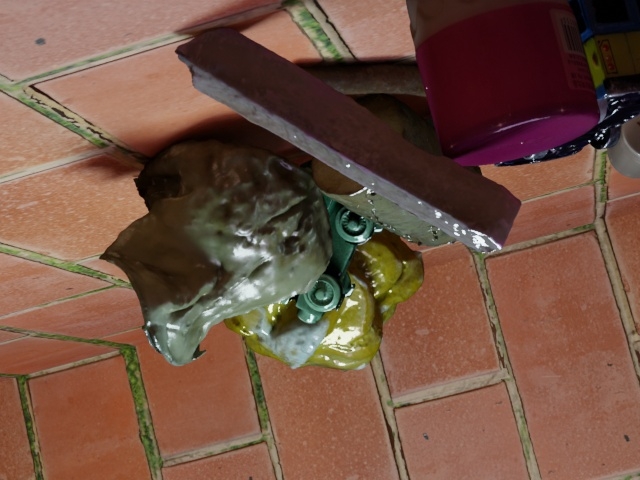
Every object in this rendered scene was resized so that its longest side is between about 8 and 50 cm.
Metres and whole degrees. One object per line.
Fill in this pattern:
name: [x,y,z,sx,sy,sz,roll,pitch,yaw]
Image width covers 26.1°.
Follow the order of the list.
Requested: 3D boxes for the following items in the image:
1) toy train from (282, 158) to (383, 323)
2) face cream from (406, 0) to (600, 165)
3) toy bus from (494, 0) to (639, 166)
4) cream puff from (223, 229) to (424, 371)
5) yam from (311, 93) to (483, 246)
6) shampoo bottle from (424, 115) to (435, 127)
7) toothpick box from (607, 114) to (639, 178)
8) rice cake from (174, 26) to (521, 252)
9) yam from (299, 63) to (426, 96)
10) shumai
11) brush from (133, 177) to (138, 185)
toy train: [0.000,0.000,2.122,0.269,0.154,0.115,-66,173,25]
face cream: [0.193,-0.195,1.481,0.175,0.195,0.175,-13,169,-3]
toy bus: [0.307,-0.202,1.659,0.138,0.175,0.287,-10,170,-24]
cream puff: [-0.005,0.041,2.363,0.378,0.378,0.275,-12,129,-8]
yam: [0.108,-0.097,1.926,0.168,0.168,0.304,-18,158,24]
shampoo bottle: [0.221,-0.188,2.021,0.190,0.041,0.069,-20,171,32]
toothpick box: [0.557,-0.173,2.366,0.111,0.111,0.181,-14,171,1]
rice cake: [0.029,-0.109,1.460,0.070,0.399,0.064,-56,173,-21]
yam: [0.092,-0.202,1.755,0.327,0.045,0.045,-5,-162,-37]
shumai: [-0.139,0.045,1.919,0.292,0.288,0.330,-13,147,37]
brush: [-0.240,-0.086,2.026,0.013,0.016,0.083,-36,159,34]
